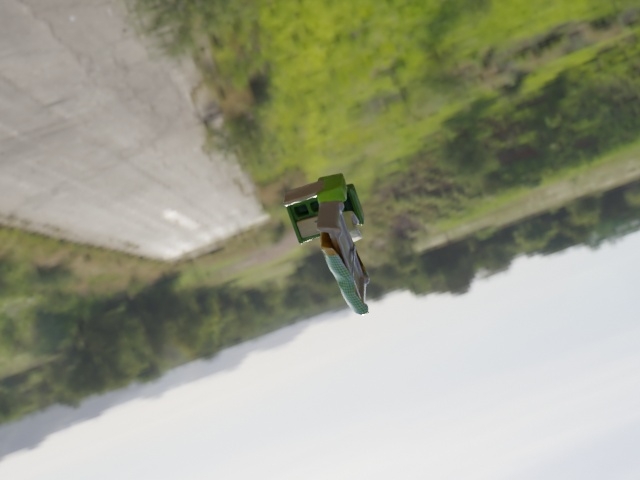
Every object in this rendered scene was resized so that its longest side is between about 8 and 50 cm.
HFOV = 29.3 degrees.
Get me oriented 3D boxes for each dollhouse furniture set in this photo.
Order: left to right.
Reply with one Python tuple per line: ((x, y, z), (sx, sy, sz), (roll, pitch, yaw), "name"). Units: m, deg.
((0.000, 0.000, 0.951), (0.058, 0.076, 0.152), (-16, -157, 10), "dollhouse furniture set")
